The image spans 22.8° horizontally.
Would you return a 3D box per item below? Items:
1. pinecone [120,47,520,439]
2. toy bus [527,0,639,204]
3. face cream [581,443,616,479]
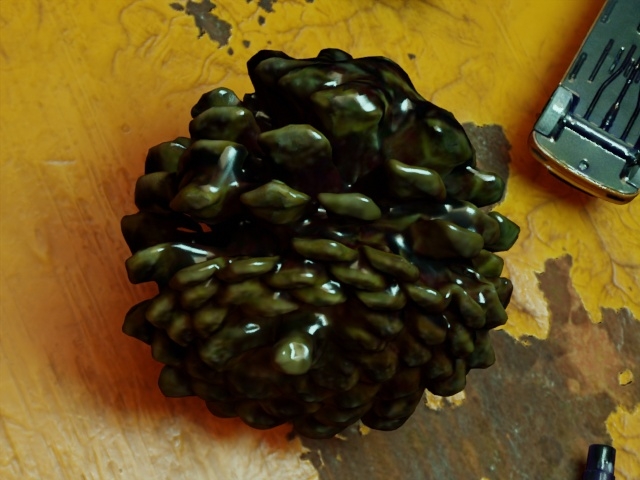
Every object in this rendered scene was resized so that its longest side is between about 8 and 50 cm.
[{"bbox_3d":[0.000,0.000,1.540,0.397,0.398,0.398,5,70,-15],"label":"pinecone"},{"bbox_3d":[0.348,-0.181,1.813,0.143,0.153,0.329,30,66,2],"label":"toy bus"},{"bbox_3d":[0.280,0.348,1.655,0.078,0.078,0.273,15,68,-12],"label":"face cream"}]
